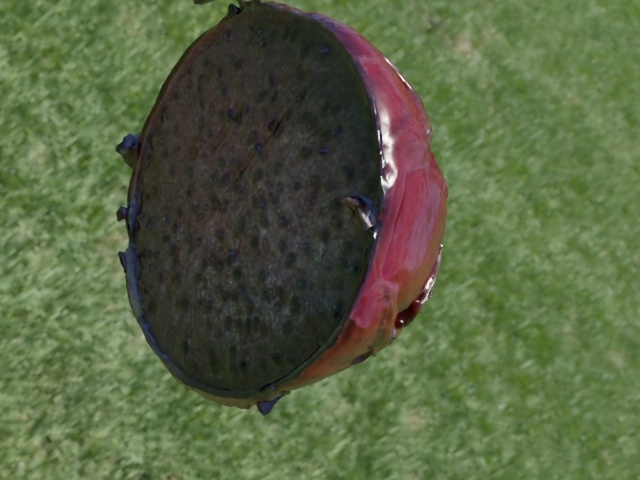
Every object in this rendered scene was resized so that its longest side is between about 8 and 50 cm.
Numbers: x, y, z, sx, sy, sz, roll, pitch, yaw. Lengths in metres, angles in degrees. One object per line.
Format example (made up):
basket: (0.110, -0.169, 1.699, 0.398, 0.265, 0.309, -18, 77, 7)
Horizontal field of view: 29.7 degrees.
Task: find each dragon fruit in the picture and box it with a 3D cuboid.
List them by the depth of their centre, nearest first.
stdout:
dragon fruit: (0.000, -0.016, 0.695, 0.148, 0.218, 0.224, 9, 27, -44)
